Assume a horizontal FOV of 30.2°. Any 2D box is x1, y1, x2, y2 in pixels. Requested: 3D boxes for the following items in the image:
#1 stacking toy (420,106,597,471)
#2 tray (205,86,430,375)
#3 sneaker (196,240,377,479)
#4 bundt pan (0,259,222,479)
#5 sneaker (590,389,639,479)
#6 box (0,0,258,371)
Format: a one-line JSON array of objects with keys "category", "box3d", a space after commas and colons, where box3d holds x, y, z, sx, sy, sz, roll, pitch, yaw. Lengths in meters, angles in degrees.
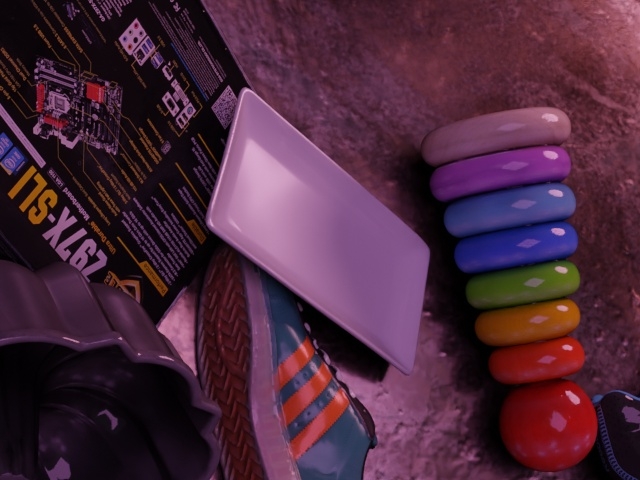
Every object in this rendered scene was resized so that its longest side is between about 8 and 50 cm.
[{"category": "stacking toy", "box3d": [0.187, 0.050, 1.103, 0.141, 0.141, 0.330, -9, 88, -19]}, {"category": "tray", "box3d": [0.000, 0.000, 1.033, 0.270, 0.030, 0.145, 39, 48, -35]}, {"category": "sneaker", "box3d": [-0.024, 0.141, 1.026, 0.121, 0.108, 0.302, -3, 76, -34]}, {"category": "bundt pan", "box3d": [-0.245, 0.139, 0.862, 0.331, 0.330, 0.124, -11, 46, -19]}, {"category": "sneaker", "box3d": [0.413, 0.145, 1.143, 0.341, 0.125, 0.139, -24, 81, -23]}, {"category": "box", "box3d": [-0.178, -0.091, 0.928, 0.257, 0.079, 0.322, -54, 138, -22]}]
